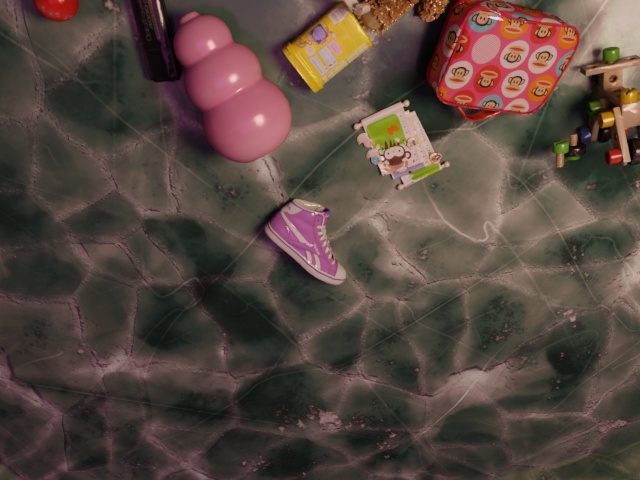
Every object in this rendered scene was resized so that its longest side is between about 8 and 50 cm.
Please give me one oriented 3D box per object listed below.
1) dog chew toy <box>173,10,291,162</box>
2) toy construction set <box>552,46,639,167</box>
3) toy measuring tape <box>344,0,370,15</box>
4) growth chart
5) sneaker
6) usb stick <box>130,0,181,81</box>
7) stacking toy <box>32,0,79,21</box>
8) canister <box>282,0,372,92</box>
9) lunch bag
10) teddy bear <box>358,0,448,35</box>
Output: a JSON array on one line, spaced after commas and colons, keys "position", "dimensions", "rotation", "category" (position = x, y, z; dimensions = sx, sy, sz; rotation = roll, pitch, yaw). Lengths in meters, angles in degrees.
[{"position": [-0.206, -0.345, 1.142], "dimensions": [0.206, 0.207, 0.332], "rotation": [-25, 110, 12], "category": "dog chew toy"}, {"position": [0.715, -0.311, 1.149], "dimensions": [0.308, 0.257, 0.237], "rotation": [7, 119, 34], "category": "toy construction set"}, {"position": [0.020, -0.614, 1.002], "dimensions": [0.121, 0.121, 0.330], "rotation": [-35, 97, 17], "category": "toy measuring tape"}, {"position": [0.205, -0.241, 1.316], "dimensions": [0.172, 0.021, 0.237], "rotation": [-31, 116, 16], "category": "growth chart"}, {"position": [0.000, 0.000, 1.404], "dimensions": [0.282, 0.102, 0.161], "rotation": [39, 109, -22], "category": "sneaker"}, {"position": [-0.374, -0.491, 1.128], "dimensions": [0.077, 0.045, 0.278], "rotation": [-2, 121, 7], "category": "usb stick"}, {"position": [-0.495, -0.594, 1.018], "dimensions": [0.141, 0.141, 0.330], "rotation": [25, 121, -16], "category": "stacking toy"}, {"position": [0.017, -0.440, 1.159], "dimensions": [0.170, 0.073, 0.126], "rotation": [-35, 116, 15], "category": "canister"}, {"position": [0.400, -0.393, 1.157], "dimensions": [0.293, 0.120, 0.258], "rotation": [5, 129, -16], "category": "lunch bag"}, {"position": [0.206, -0.585, 1.077], "dimensions": [0.245, 0.113, 0.338], "rotation": [41, 119, -15], "category": "teddy bear"}]
